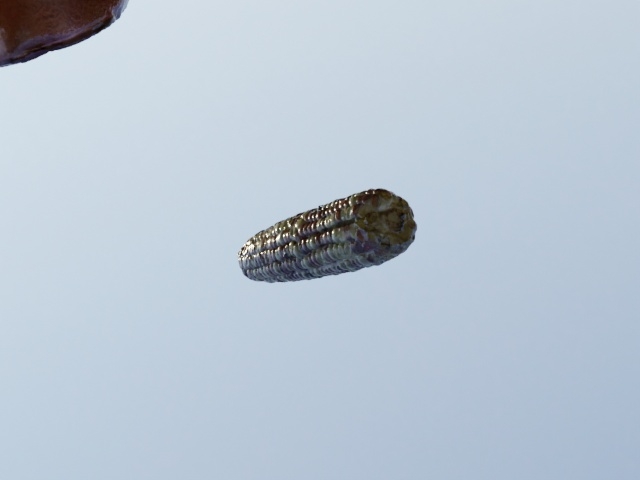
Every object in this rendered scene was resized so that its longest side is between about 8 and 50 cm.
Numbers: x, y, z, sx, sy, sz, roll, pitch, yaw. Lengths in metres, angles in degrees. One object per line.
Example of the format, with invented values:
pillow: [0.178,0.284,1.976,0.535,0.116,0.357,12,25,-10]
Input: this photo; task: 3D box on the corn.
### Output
corn: [0.000,0.000,1.746,0.079,0.079,0.237,-21,-175,-40]

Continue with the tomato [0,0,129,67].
tomato: [-0.426,-0.340,2.268,0.335,0.176,0.289,-6,-158,32]
